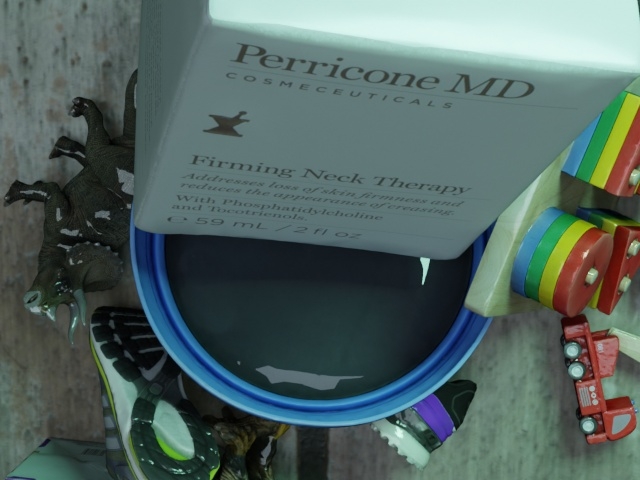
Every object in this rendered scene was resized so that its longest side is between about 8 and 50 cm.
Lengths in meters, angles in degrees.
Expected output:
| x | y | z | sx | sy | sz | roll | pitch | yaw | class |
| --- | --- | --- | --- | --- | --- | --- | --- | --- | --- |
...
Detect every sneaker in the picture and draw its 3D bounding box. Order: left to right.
| x | y | z | sx | sy | sz | roll | pitch | yaw | class |
| --- | --- | --- | --- | --- | --- | --- | --- | --- | --- |
| -0.198 | 0.186 | 1.356 | 0.111 | 0.300 | 0.121 | 9 | 126 | -26 | sneaker |
| 0.052 | 0.100 | 1.387 | 0.146 | 0.102 | 0.293 | -45 | 87 | -2 | sneaker |

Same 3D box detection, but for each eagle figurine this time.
| x | y | z | sx | sy | sz | roll | pitch | yaw | class |
| --- | --- | --- | --- | --- | --- | --- | --- | --- | --- |
| -0.055 | 0.331 | 1.369 | 0.226 | 0.225 | 0.298 | -8 | 91 | -1 | eagle figurine |

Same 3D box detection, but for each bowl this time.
| x | y | z | sx | sy | sz | roll | pitch | yaw | class |
| --- | --- | --- | --- | --- | --- | --- | --- | --- | --- |
| 0.000 | 0.000 | 1.314 | 0.391 | 0.077 | 0.391 | 0 | 79 | -1 | bowl |

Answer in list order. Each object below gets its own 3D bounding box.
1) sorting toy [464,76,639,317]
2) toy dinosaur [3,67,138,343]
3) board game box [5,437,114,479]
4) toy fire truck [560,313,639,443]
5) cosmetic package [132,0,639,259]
| x | y | z | sx | sy | sz | roll | pitch | yaw | class |
| --- | --- | --- | --- | --- | --- | --- | --- | --- | --- |
| 0.273 | -0.036 | 1.236 | 0.089 | 0.257 | 0.256 | 27 | 104 | 27 | sorting toy |
| -0.239 | -0.055 | 1.397 | 0.160 | 0.121 | 0.313 | 34 | 80 | 3 | toy dinosaur |
| -0.273 | 0.386 | 1.452 | 0.144 | 0.142 | 0.275 | 4 | 100 | 7 | board game box |
| 0.332 | 0.119 | 1.369 | 0.135 | 0.047 | 0.192 | -12 | 99 | 9 | toy fire truck |
| 0.027 | -0.210 | 1.087 | 0.329 | 0.394 | 0.328 | 5 | 68 | -14 | cosmetic package |
